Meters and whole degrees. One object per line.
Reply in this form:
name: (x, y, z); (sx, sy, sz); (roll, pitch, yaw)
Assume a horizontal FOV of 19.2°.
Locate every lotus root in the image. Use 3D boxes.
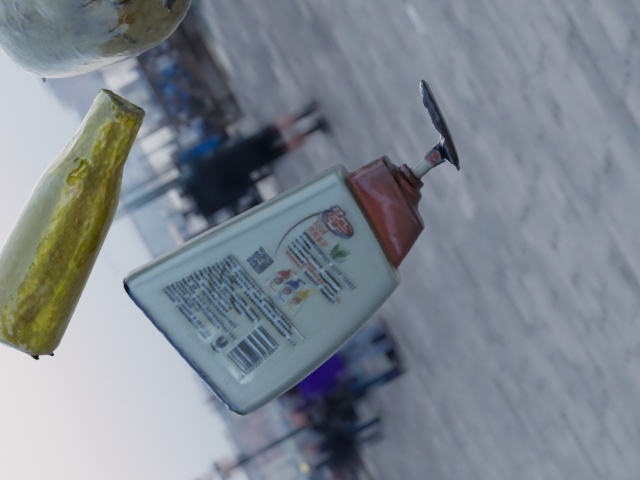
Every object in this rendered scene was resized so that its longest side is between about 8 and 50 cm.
lotus root: (-0.226, -0.229, 1.699); (0.284, 0.146, 0.160); (-4, 110, 52)

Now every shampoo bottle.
shampoo bottle: (0.000, 0.000, 1.476); (0.153, 0.284, 0.071); (51, -173, -2)

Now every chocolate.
chocolate: (-0.201, -0.016, 1.497); (0.085, 0.219, 0.085); (26, -165, -8)
